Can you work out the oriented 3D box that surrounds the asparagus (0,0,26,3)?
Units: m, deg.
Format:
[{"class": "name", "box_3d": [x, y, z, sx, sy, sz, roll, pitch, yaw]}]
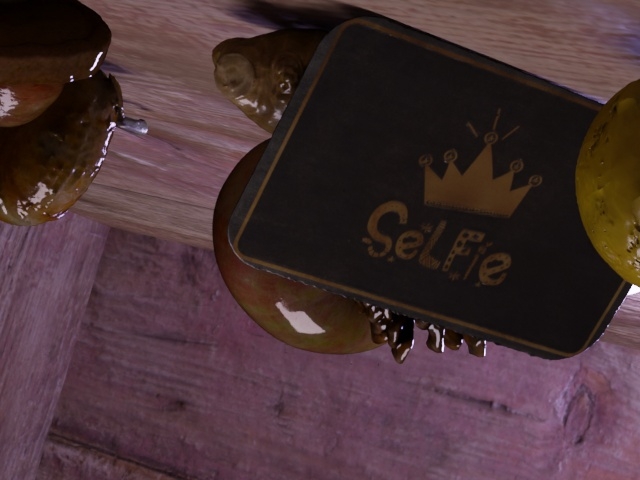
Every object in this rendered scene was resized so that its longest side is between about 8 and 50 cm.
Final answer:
[{"class": "asparagus", "box_3d": [-0.340, -0.244, 1.517, 0.287, 0.080, 0.080, 13, 175, -4]}]

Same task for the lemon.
[{"class": "lemon", "box_3d": [0.271, -0.037, 1.312, 0.173, 0.173, 0.206, 13, 163, 31]}]

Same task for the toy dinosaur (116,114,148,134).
[{"class": "toy dinosaur", "box_3d": [-0.352, -0.162, 2.391, 0.162, 0.077, 0.294, 22, 172, -38]}]

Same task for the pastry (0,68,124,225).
[{"class": "pastry", "box_3d": [-0.321, -0.127, 2.132, 0.100, 0.218, 0.229, 23, 136, -35]}]

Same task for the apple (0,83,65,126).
[{"class": "apple", "box_3d": [-0.327, -0.183, 1.915, 0.126, 0.126, 0.102, 13, -153, 28]}]

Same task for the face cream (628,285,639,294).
[{"class": "face cream", "box_3d": [0.319, 0.005, 2.139, 0.107, 0.073, 0.269, 8, 172, 25]}]

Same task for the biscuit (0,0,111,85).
[{"class": "biscuit", "box_3d": [-0.320, -0.198, 1.578, 0.273, 0.049, 0.257, 5, -156, -19]}]

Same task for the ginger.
[{"class": "ginger", "box_3d": [0.010, -0.124, 1.567, 0.216, 0.102, 0.157, 16, -178, -5]}]

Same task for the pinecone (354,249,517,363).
[{"class": "pinecone", "box_3d": [0.138, -0.014, 1.708, 0.309, 0.244, 0.244, -2, 176, -5]}]

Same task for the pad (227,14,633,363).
[{"class": "pad", "box_3d": [0.116, 0.007, 1.543, 0.375, 0.315, 0.063, 17, -154, -22]}]

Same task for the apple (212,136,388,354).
[{"class": "apple", "box_3d": [0.000, 0.000, 2.087, 0.257, 0.257, 0.234, 20, 176, -37]}]
